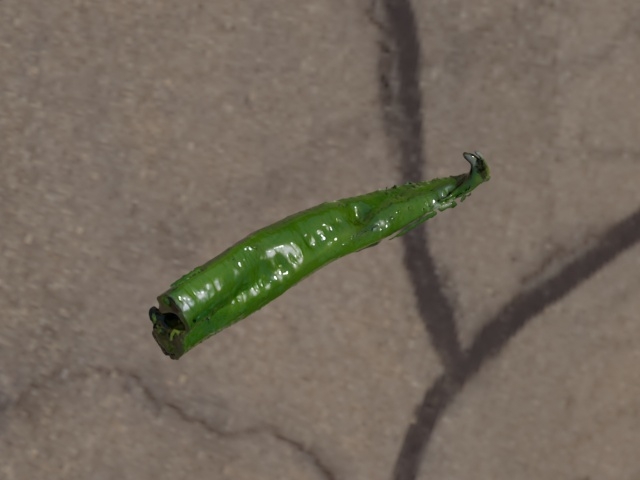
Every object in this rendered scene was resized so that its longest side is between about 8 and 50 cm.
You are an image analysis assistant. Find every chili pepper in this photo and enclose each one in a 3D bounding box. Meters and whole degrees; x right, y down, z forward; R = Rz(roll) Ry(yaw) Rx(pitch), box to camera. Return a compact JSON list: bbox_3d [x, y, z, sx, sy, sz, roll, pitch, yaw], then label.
[{"bbox_3d":[0.000,0.000,1.479,0.359,0.076,0.085,-28,141,-28],"label":"chili pepper"}]
